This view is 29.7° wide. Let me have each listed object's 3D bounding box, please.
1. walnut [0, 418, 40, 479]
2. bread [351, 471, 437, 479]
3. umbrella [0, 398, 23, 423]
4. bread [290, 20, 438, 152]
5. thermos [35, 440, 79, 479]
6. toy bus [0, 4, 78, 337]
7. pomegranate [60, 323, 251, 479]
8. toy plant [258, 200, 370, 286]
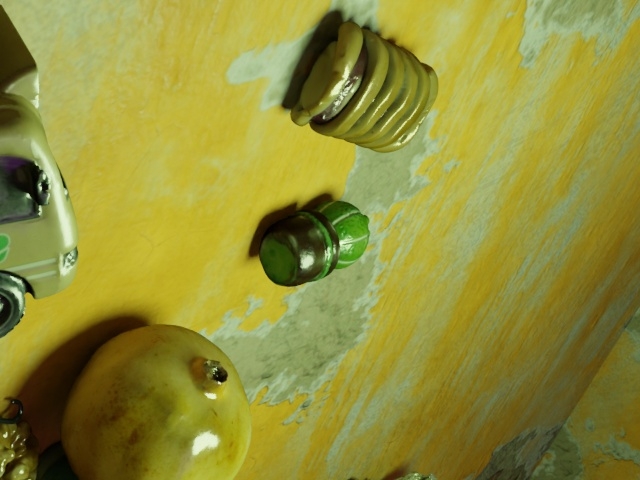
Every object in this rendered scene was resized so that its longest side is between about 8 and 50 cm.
[{"bbox_3d":[-0.383,0.274,1.355,0.170,0.069,0.143,-23,143,-46],"label":"walnut"},{"bbox_3d":[0.104,0.575,2.408,0.314,0.171,0.192,-15,141,-48],"label":"bread"},{"bbox_3d":[-0.399,0.184,1.240,0.269,0.044,0.044,13,88,-60],"label":"umbrella"},{"bbox_3d":[0.057,-0.169,1.402,0.134,0.081,0.225,-54,154,16],"label":"bread"},{"bbox_3d":[-0.269,0.328,1.466,0.073,0.188,0.083,-46,156,-6],"label":"thermos"},{"bbox_3d":[-0.347,-0.029,0.782,0.366,0.177,0.201,-13,134,-27],"label":"toy bus"},{"bbox_3d":[-0.193,0.212,1.401,0.233,0.233,0.233,-36,152,-23],"label":"pomegranate"},{"bbox_3d":[0.000,0.000,1.541,0.162,0.093,0.092,-24,146,-45],"label":"toy plant"}]
